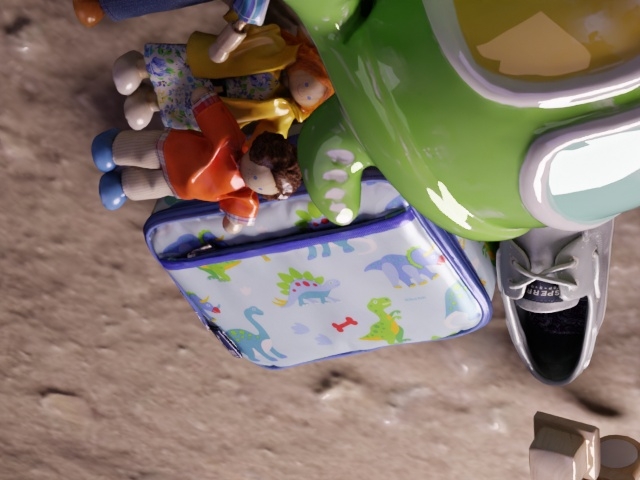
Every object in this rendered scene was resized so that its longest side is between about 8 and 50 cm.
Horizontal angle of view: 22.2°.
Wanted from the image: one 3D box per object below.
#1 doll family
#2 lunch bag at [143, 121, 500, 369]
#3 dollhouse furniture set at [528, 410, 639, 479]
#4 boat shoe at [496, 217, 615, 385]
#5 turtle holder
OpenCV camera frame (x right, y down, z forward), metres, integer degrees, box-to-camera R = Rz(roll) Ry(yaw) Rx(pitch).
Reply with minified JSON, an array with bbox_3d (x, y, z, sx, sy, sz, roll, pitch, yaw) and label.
[{"bbox_3d":[-0.066,-0.137,0.970,0.163,0.118,0.263,-1,122,29],"label":"doll family"},{"bbox_3d":[0.000,0.000,1.118,0.219,0.090,0.176,-9,133,27],"label":"lunch bag"},{"bbox_3d":[0.289,0.069,1.091,0.303,0.174,0.356,12,128,27],"label":"dollhouse furniture set"},{"bbox_3d":[0.157,0.016,1.086,0.079,0.081,0.227,3,141,16],"label":"boat shoe"},{"bbox_3d":[0.104,-0.140,0.765,0.227,0.243,0.320,-9,145,29],"label":"turtle holder"}]
